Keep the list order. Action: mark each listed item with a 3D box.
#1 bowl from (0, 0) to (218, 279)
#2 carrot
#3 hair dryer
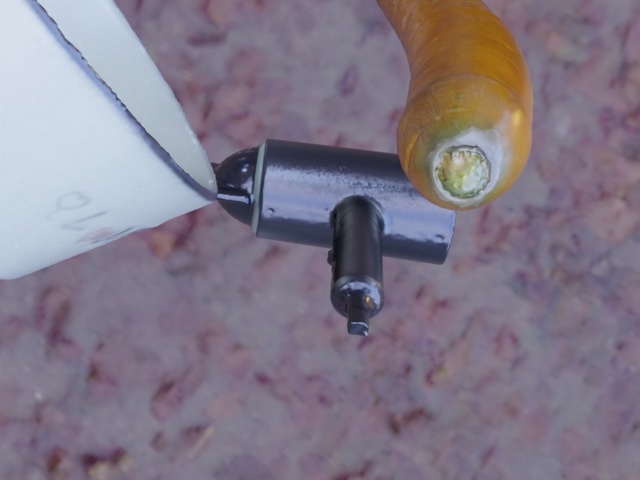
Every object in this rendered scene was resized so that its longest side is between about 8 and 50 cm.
[{"bbox_3d":[-0.151,-0.079,0.631,0.126,0.238,0.238,-36,123,3],"label":"bowl"},{"bbox_3d":[0.060,-0.091,0.818,0.066,0.271,0.062,-32,118,17],"label":"carrot"},{"bbox_3d":[0.000,0.000,1.182,0.195,0.248,0.078,7,112,-3],"label":"hair dryer"}]
